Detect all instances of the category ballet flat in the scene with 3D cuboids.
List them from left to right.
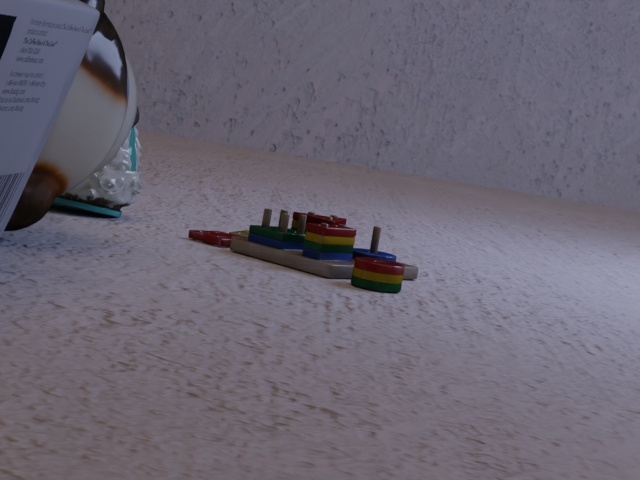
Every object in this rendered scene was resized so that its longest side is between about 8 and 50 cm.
[{"bbox_3d":[-0.371,-0.121,1.663,0.409,0.147,0.147,10,6,14],"label":"ballet flat"}]

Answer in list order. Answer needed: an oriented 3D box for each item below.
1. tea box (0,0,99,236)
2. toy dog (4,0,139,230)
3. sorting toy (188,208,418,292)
[{"bbox_3d":[-0.374,-0.139,1.065,0.323,0.220,0.329,27,7,5],"label":"tea box"},{"bbox_3d":[-0.343,-0.170,1.382,0.408,0.284,0.395,19,-5,26],"label":"toy dog"},{"bbox_3d":[0.000,0.000,1.501,0.274,0.046,0.132,14,8,42],"label":"sorting toy"}]
